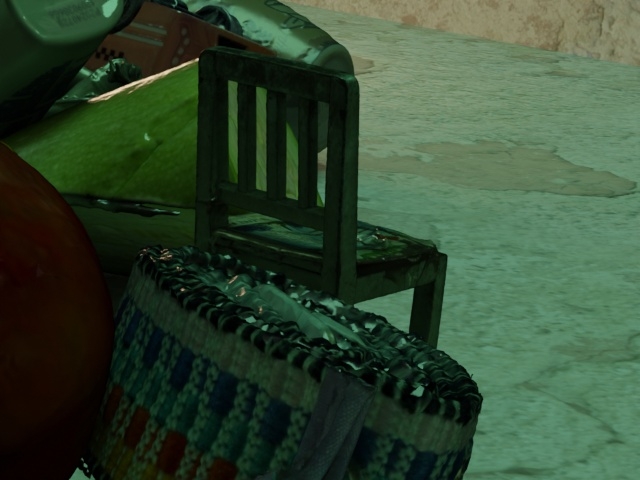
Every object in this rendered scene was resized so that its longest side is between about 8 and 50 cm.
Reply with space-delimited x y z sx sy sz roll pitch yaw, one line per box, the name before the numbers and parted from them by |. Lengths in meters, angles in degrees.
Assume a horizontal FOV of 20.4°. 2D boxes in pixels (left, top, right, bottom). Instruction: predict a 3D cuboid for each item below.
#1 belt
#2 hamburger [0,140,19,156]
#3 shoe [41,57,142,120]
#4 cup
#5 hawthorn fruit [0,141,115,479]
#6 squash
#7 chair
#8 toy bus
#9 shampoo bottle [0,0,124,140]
belt | -0.026 0.117 1.024 0.207 0.160 0.295 18 7 -31
hamburger | -0.353 0.000 1.316 0.276 0.179 0.294 12 11 13
shoe | -0.183 -0.092 1.655 0.293 0.149 0.109 32 38 17
cup | -0.120 -0.185 2.159 0.257 0.227 0.301 18 47 28
hawthorn fruit | -0.229 0.063 0.943 0.265 0.265 0.307 -3 21 -33
squash | -0.179 -0.018 1.504 0.309 0.210 0.233 -24 -24 14
chair | 0.000 0.000 1.258 0.136 0.270 0.147 14 17 35
toy bus | -0.276 -0.196 2.009 0.427 0.233 0.203 17 0 36
shampoo bottle | -0.302 -0.110 1.555 0.134 0.078 0.359 -30 -7 -42
